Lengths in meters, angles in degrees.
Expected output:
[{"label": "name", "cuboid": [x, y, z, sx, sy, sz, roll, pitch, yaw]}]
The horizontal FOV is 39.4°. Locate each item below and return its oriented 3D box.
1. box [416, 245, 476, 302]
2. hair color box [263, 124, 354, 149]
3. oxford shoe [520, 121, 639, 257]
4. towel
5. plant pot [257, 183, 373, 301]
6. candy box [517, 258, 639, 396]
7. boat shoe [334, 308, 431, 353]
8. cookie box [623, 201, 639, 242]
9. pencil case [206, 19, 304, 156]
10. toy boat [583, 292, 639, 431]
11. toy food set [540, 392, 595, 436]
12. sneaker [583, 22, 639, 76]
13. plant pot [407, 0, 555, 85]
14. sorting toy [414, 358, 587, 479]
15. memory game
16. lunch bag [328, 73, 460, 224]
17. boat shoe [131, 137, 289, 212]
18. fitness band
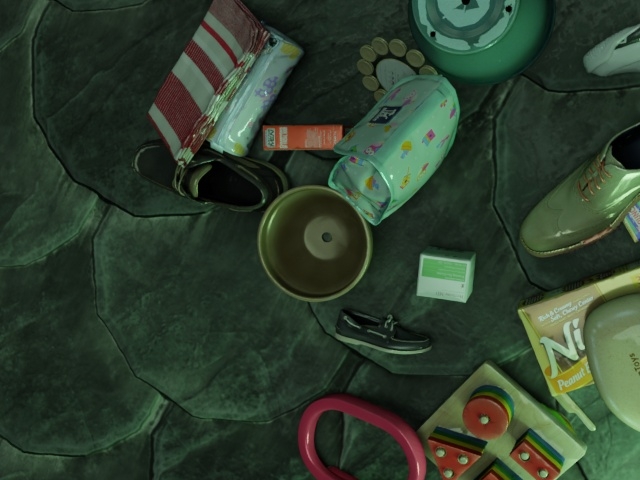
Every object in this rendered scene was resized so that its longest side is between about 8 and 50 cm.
[{"label": "box", "cuboid": [0.248, 0.065, 1.758, 0.101, 0.102, 0.087, 7, 102, 15]}, {"label": "hair color box", "cuboid": [-0.023, -0.209, 1.809, 0.167, 0.093, 0.053, 0, 97, 17]}, {"label": "oxford shoe", "cuboid": [0.508, -0.114, 1.602, 0.397, 0.147, 0.140, -40, 54, 22]}, {"label": "towel", "cuboid": [-0.241, -0.338, 1.822, 0.329, 0.037, 0.237, -55, 42, 17]}, {"label": "plant pot", "cuboid": [0.000, 0.000, 1.822, 0.237, 0.110, 0.237, 3, 98, 18]}, {"label": "candy box", "cuboid": [0.553, 0.153, 1.682, 0.317, 0.087, 0.182, -22, 92, 19]}, {"label": "boat shoe", "cuboid": [0.128, 0.184, 1.827, 0.206, 0.075, 0.064, 9, 103, 21]}, {"label": "cookie box", "cuboid": [0.610, -0.061, 1.659, 0.107, 0.040, 0.091, -30, 88, 20]}, {"label": "pencil case", "cuboid": [-0.139, -0.304, 1.816, 0.114, 0.124, 0.273, 27, 108, -14]}, {"label": "toy boat", "cuboid": [0.636, 0.203, 1.560, 0.318, 0.148, 0.267, -19, 92, 25]}, {"label": "toy food set", "cuboid": [0.438, 0.390, 1.776, 0.132, 0.038, 0.192, 47, 108, 6]}, {"label": "sneaker", "cuboid": [0.660, -0.292, 1.560, 0.366, 0.137, 0.210, -12, 91, 15]}, {"label": "plant pot", "cuboid": [0.274, -0.419, 1.603, 0.272, 0.255, 0.271, 2, 98, 18]}, {"label": "sorting toy", "cuboid": [0.336, 0.414, 1.760, 0.255, 0.089, 0.257, 42, 119, 8]}, {"label": "memory game", "cuboid": [0.150, -0.313, 1.719, 0.186, 0.012, 0.186, 27, 149, 18]}, {"label": "lunch bag", "cuboid": [0.140, -0.174, 1.638, 0.160, 0.262, 0.223, 42, 76, 8]}, {"label": "boat shoe", "cuboid": [-0.242, -0.143, 1.867, 0.356, 0.130, 0.132, 12, 101, 15]}, {"label": "fitness band", "cuboid": [0.084, 0.436, 1.860, 0.291, 0.054, 0.208, 17, 106, 30]}]
